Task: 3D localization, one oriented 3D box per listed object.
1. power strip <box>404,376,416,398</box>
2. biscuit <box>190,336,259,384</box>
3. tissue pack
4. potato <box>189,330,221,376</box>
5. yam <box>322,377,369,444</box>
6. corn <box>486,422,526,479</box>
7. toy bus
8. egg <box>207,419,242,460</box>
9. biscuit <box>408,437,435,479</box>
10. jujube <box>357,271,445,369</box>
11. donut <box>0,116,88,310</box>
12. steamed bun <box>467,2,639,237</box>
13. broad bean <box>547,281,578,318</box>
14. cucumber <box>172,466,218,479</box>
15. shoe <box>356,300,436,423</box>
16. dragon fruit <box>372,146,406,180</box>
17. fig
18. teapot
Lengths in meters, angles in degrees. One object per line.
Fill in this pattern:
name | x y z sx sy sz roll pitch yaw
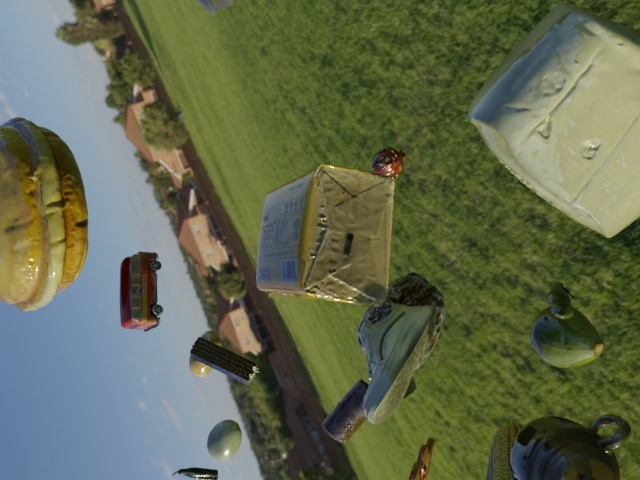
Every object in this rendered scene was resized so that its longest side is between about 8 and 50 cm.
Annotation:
power strip | 0.256 0.490 1.776 0.028 0.169 0.076 -24 83 43
biscuit | -0.340 0.433 1.922 0.252 0.070 0.106 24 156 4
tissue pack | 0.000 0.000 1.300 0.382 0.228 0.293 171 105 -67
potato | -0.442 0.432 2.066 0.109 0.178 0.118 23 179 9
yam | 0.075 0.393 1.236 0.079 0.141 0.079 41 -179 -1
corn | 0.431 0.543 1.165 0.305 0.123 0.122 -64 -9 -48
toy bus | -0.395 0.108 1.174 0.079 0.077 0.174 -28 63 45
egg | -0.328 0.681 1.840 0.152 0.114 0.114 -64 32 14
biscuit | 0.321 0.725 1.698 0.250 0.036 0.165 17 -96 -67
jujube | 0.247 0.246 1.614 0.226 0.317 0.226 20 140 18
donut | -0.689 -0.058 1.242 0.449 0.198 0.449 5 98 41
steamed bun | 0.579 -0.264 1.186 0.456 0.371 0.290 39 -166 -9
broad bean | 0.779 0.188 1.728 0.098 0.318 0.056 33 114 23
cucumber | -0.447 0.835 1.929 0.039 0.163 0.043 141 141 -62
shoe | 0.139 0.246 1.200 0.159 0.316 0.124 20 136 27
dragon fruit | 0.281 -0.307 2.094 0.125 0.246 0.125 -26 98 37
fig | 0.815 0.331 1.796 0.230 0.207 0.207 -102 -2 -57
teapot | 0.486 0.435 1.019 0.185 0.267 0.175 45 176 -1
